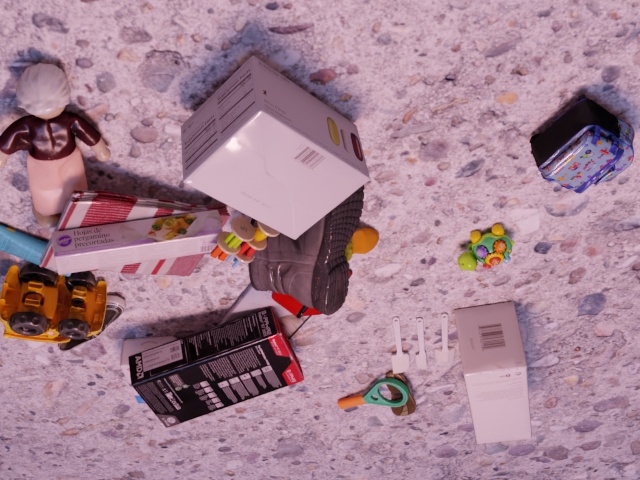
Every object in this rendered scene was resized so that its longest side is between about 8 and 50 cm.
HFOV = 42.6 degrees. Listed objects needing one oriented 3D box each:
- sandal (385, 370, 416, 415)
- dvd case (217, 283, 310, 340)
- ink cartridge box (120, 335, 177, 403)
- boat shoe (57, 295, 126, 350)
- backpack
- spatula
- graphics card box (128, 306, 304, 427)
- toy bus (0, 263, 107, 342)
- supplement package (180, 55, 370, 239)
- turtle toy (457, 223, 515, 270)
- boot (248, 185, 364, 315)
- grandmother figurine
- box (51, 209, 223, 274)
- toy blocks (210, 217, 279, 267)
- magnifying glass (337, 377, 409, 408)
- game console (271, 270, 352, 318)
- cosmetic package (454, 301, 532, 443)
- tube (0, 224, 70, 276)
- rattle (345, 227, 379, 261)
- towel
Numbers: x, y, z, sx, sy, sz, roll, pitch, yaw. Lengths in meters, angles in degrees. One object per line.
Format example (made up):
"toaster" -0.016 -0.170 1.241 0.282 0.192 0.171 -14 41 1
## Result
"sandal" 0.221 0.415 2.254 0.072 0.049 0.180 -7 125 17
"dvd case" -0.115 0.170 1.964 0.180 0.022 0.253 19 135 -23
"ink cartridge box" -0.419 0.333 2.098 0.139 0.082 0.191 -4 141 2
"boat shoe" -0.541 0.201 1.944 0.219 0.070 0.077 -31 132 30
"backpack" 0.502 -0.163 1.528 0.173 0.117 0.158 21 136 -29
"spatula" 0.261 0.261 2.097 0.168 0.019 0.242 -5 136 5
"graphics card box" -0.248 0.312 1.987 0.370 0.094 0.233 -21 140 1
"toy bus" -0.607 0.170 1.855 0.220 0.150 0.211 10 146 -17
"supplement package" -0.080 -0.156 1.448 0.261 0.145 0.204 28 127 -38
"turtle toy" 0.359 0.026 1.781 0.130 0.066 0.095 -18 137 18
"boot" -0.045 -0.029 1.642 0.222 0.118 0.338 19 107 29
"grandmother figurine" -0.493 -0.170 1.496 0.207 0.104 0.342 -17 143 -26
"box" -0.351 0.002 1.599 0.323 0.063 0.067 -9 146 -14
"toy blocks" -0.164 0.012 1.617 0.123 0.054 0.148 -11 156 -47
"magnifying glass" 0.141 0.429 2.247 0.231 0.026 0.092 -21 114 38
"game console" -0.020 0.100 1.869 0.124 0.085 0.144 36 116 3
"cosmetic package" 0.438 0.340 2.059 0.155 0.197 0.366 -9 138 8
"tube" -0.623 0.016 1.744 0.207 0.052 0.080 24 129 -20
"rattle" 0.000 0.000 1.764 0.199 0.143 0.130 -15 108 37
"towel" -0.375 -0.008 1.668 0.328 0.037 0.237 5 141 -33
